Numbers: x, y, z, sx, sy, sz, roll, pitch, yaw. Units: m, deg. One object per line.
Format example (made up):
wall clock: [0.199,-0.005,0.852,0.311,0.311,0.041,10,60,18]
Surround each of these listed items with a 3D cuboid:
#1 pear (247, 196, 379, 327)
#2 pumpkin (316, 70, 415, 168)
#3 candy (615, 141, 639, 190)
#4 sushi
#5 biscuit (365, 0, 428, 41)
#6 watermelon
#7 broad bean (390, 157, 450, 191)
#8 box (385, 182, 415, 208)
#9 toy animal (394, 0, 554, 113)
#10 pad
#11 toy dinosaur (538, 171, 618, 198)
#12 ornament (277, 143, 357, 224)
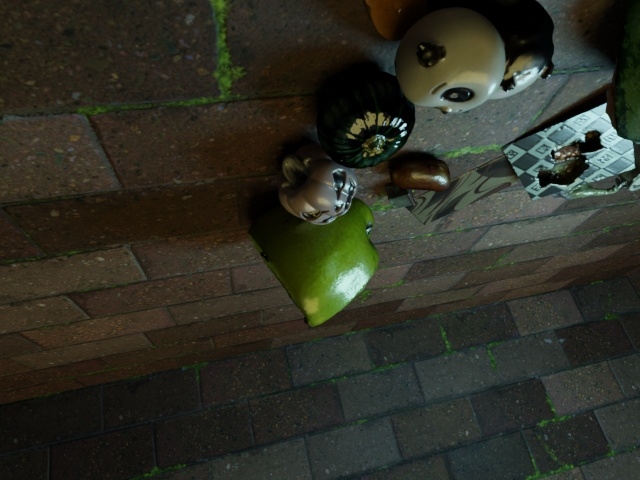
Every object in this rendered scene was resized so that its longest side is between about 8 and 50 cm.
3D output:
pear: [0.000,0.000,1.137,0.317,0.342,0.239,-31,124,-12]
pumpkin: [0.088,-0.226,0.858,0.201,0.140,0.202,-14,148,-9]
candy: [0.990,-0.251,1.309,0.195,0.137,0.185,-15,155,3]
sushi: [0.682,-0.252,1.221,0.293,0.059,0.292,-19,141,31]
biscuit: [0.131,-0.381,0.702,0.118,0.023,0.140,-23,154,12]
watermelon: [0.712,-0.323,0.856,0.292,0.250,0.283,-14,122,-45]
broad bean: [0.257,-0.169,1.142,0.165,0.085,0.114,-3,156,-9]
box: [0.223,-0.128,1.239,0.063,0.060,0.084,-18,156,19]
toy animal: [0.239,-0.299,0.730,0.235,0.165,0.187,-24,-169,-17]
pad: [0.438,-0.147,1.377,0.330,0.004,0.220,-26,153,23]
toy dinosaur: [0.798,-0.188,1.407,0.294,0.077,0.162,23,149,-25]
ornament: [-0.013,-0.127,0.978,0.177,0.178,0.177,-12,155,-6]
